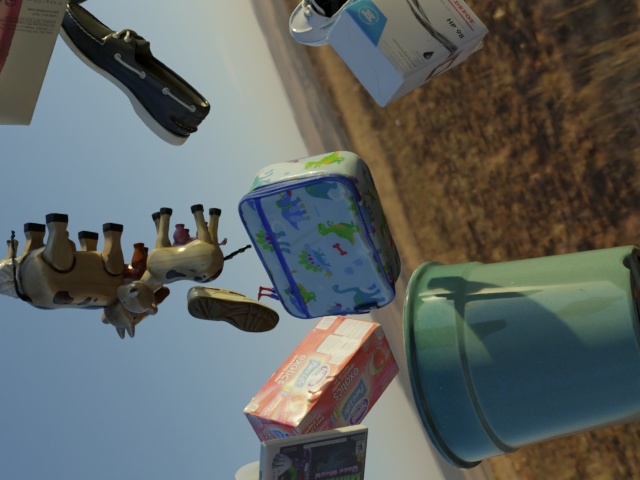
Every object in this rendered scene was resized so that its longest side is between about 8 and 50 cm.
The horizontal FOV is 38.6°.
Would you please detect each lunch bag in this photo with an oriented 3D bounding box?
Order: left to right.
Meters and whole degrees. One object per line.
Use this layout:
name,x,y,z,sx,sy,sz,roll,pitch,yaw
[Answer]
lunch bag,0.000,0.000,1.200,0.090,0.176,0.219,-68,-37,-52

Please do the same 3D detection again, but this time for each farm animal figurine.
farm animal figurine,-0.315,0.059,1.398,0.330,0.326,0.172,-25,65,57

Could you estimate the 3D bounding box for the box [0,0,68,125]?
box,-0.476,-0.302,1.324,0.126,0.232,0.149,-4,-134,-42

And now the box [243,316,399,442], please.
box,0.009,0.304,1.852,0.154,0.300,0.142,5,131,41

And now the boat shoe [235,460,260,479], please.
boat shoe,-0.097,0.443,1.565,0.228,0.080,0.076,-157,56,-78

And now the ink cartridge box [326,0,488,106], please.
ink cartridge box,0.109,-0.236,1.017,0.104,0.180,0.060,52,149,7

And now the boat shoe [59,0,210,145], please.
boat shoe,-0.307,-0.293,1.503,0.302,0.091,0.114,43,-157,-9

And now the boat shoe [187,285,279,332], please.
boat shoe,-0.120,0.090,1.256,0.135,0.050,0.045,19,-157,-28

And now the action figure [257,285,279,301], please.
action figure,-0.064,0.111,1.782,0.038,0.115,0.030,-84,-2,-63

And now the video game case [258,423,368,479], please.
video game case,-0.012,0.388,1.449,0.022,0.190,0.173,22,111,56

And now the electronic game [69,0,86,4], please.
electronic game,-0.522,-0.557,1.758,0.048,0.229,0.229,-22,91,52

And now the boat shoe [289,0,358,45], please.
boat shoe,0.015,-0.367,1.388,0.258,0.084,0.095,-17,75,53

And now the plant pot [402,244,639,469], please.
plant pot,0.351,0.163,1.416,0.341,0.334,0.341,35,-132,-49
